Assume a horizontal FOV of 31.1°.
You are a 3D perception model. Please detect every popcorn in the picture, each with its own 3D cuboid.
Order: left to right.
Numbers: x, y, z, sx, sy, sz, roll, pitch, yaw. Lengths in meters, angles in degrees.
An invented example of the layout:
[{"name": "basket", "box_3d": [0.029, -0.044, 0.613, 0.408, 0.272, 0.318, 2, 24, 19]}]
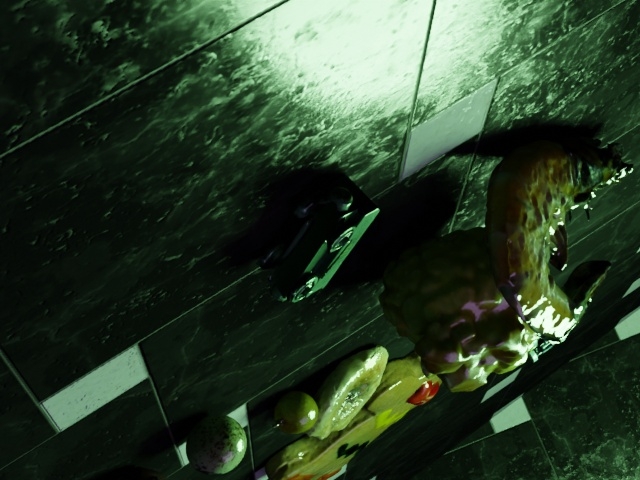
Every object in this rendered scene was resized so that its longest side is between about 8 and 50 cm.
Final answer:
[{"name": "popcorn", "box_3d": [0.195, 0.101, 1.585, 0.206, 0.237, 0.251, -8, -143, 30]}]

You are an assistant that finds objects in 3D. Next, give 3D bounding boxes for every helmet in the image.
[{"name": "helmet", "box_3d": [-0.266, 0.363, 1.643, 0.098, 0.070, 0.123, -43, 154, 0]}]

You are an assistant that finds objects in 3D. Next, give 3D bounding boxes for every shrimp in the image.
[{"name": "shrimp", "box_3d": [0.351, -0.021, 1.594, 0.085, 0.272, 0.445, -6, -167, 37]}]

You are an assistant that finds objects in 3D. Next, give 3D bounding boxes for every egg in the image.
[{"name": "egg", "box_3d": [-0.153, 0.298, 1.664, 0.085, 0.085, 0.110, -17, 160, -45]}]

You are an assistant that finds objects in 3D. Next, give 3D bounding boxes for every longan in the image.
[{"name": "longan", "box_3d": [-0.044, 0.277, 1.831, 0.083, 0.075, 0.075, -29, 160, -39]}]

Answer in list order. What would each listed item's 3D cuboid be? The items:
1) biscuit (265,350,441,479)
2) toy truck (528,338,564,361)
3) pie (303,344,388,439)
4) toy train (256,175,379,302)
[{"name": "biscuit", "box_3d": [0.083, 0.362, 2.252, 0.394, 0.076, 0.368, -39, 162, 8]}, {"name": "toy truck", "box_3d": [0.421, 0.155, 2.302, 0.085, 0.116, 0.191, -35, 152, -5]}, {"name": "pie", "box_3d": [0.047, 0.250, 1.946, 0.185, 0.052, 0.218, -60, 159, 17]}, {"name": "toy train", "box_3d": [0.000, 0.000, 1.263, 0.099, 0.070, 0.172, -27, 159, -47]}]
